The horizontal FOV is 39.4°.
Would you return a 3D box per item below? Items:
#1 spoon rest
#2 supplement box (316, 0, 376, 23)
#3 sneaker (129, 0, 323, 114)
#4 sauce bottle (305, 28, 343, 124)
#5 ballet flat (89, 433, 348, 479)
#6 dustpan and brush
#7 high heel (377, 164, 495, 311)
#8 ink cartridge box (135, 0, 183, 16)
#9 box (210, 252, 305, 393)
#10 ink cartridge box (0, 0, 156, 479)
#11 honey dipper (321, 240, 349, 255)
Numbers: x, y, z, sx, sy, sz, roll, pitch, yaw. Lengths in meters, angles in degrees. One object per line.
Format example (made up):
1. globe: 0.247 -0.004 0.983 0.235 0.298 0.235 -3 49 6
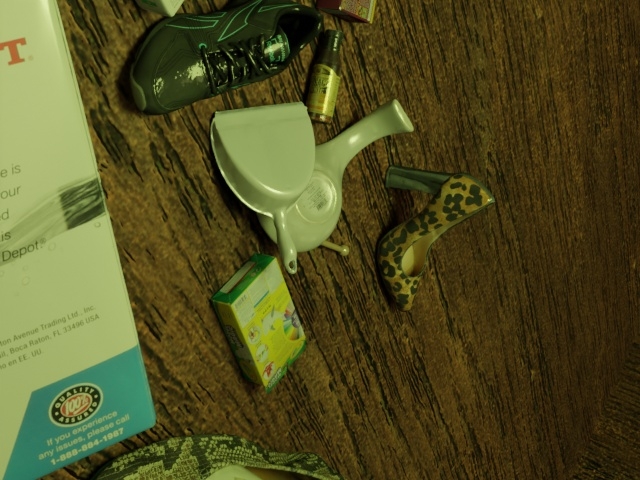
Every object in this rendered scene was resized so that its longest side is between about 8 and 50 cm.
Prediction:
1. spoon rest: 0.014 -0.095 1.257 0.276 0.084 0.137 -43 111 -26
2. supplement box: 0.038 -0.336 1.238 0.083 0.043 0.055 5 97 -55
3. sneaker: -0.105 -0.223 1.030 0.267 0.106 0.101 -42 134 -37
4. sauce bottle: 0.007 -0.226 1.236 0.042 0.042 0.128 6 93 -54
5. ballet flat: -0.082 0.352 1.186 0.483 0.182 0.164 22 84 -54
6. dustpan and brush: -0.057 -0.063 1.142 0.147 0.060 0.211 -13 79 -34
7. high heel: 0.189 0.013 1.438 0.093 0.186 0.261 -26 121 -47
8. ink cartridge box: -0.163 -0.370 0.905 0.181 0.056 0.225 -61 154 -19
9. box: -0.079 0.117 1.233 0.105 0.043 0.179 -47 133 -35
10. ink cartridge box: -0.320 0.008 0.693 0.285 0.166 0.395 -21 120 -26
11. honey dipper: 0.000 0.000 1.313 0.160 0.030 0.030 19 86 -57
